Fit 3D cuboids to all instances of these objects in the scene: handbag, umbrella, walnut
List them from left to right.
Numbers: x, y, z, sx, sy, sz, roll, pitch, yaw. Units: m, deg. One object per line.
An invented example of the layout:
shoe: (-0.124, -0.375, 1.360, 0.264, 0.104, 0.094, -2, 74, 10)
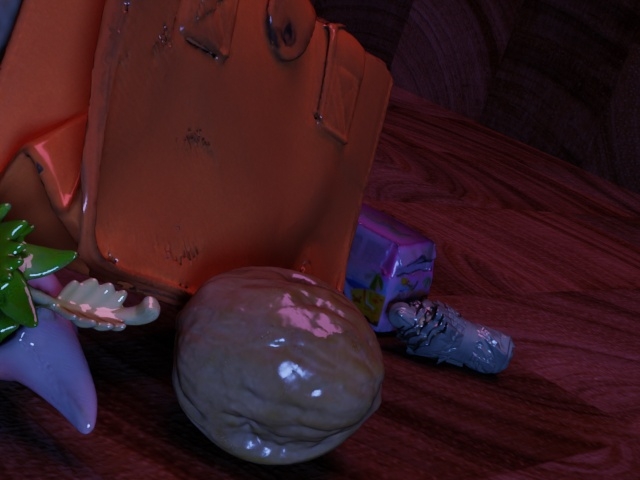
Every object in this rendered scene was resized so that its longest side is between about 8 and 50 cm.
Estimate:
handbag: (-0.086, -0.089, 1.049, 0.116, 0.304, 0.410, 11, -9, 29)
walnut: (-0.032, 0.093, 0.945, 0.166, 0.149, 0.166, 21, -19, 8)
umbrella: (0.131, 0.098, 1.298, 0.143, 0.062, 0.067, 24, -24, -21)

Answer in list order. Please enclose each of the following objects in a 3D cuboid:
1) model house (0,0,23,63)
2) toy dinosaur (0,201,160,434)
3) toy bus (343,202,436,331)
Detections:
model house: (-0.370, -0.118, 0.944, 0.245, 0.312, 0.280, 25, 58, 39)
toy dinosaur: (-0.214, 0.073, 0.871, 0.194, 0.152, 0.177, 22, -16, 38)
toy bus: (-0.001, 0.000, 1.402, 0.274, 0.112, 0.090, 29, 24, 34)
